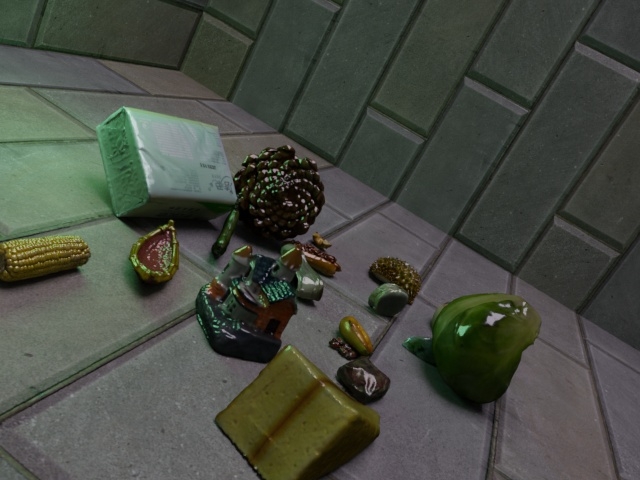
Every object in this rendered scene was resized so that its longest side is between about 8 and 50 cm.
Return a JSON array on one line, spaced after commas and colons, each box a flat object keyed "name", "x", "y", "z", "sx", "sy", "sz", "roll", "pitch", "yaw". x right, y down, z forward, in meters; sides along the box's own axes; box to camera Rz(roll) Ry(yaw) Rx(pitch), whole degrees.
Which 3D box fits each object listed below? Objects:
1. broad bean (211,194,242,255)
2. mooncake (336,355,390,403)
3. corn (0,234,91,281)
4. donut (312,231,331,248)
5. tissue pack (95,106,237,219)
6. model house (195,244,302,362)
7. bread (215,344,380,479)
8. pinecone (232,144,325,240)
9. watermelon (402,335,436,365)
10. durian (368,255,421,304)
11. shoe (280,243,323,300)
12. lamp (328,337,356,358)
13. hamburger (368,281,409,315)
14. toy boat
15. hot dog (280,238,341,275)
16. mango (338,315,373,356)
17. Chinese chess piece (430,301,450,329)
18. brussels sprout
[{"name": "broad bean", "x": -0.314, "y": -0.025, "z": 1.946, "sx": 0.049, "sy": 0.144, "sz": 0.292, "roll": 20, "pitch": 36, "yaw": -7}, {"name": "mooncake", "x": 0.120, "y": 0.380, "z": 1.629, "sx": 0.130, "sy": 0.073, "sz": 0.125, "roll": 38, "pitch": 23, "yaw": 30}, {"name": "corn", "x": -0.654, "y": 0.038, "z": 1.382, "sx": 0.093, "sy": 0.093, "sz": 0.244, "roll": 34, "pitch": 16, "yaw": 15}, {"name": "donut", "x": 0.000, "y": 0.000, "z": 2.440, "sx": 0.037, "sy": 0.067, "sz": 0.083, "roll": -20, "pitch": 84, "yaw": -44}, {"name": "tissue pack", "x": -0.505, "y": -0.241, "z": 1.976, "sx": 0.404, "sy": 0.205, "sz": 0.332, "roll": 1, "pitch": 70, "yaw": -56}, {"name": "model house", "x": -0.168, "y": 0.123, "z": 1.558, "sx": 0.190, "sy": 0.301, "sz": 0.271, "roll": 25, "pitch": 18, "yaw": -32}, {"name": "bread", "x": -0.016, "y": 0.428, "z": 1.350, "sx": 0.233, "sy": 0.245, "sz": 0.362, "roll": 39, "pitch": -9, "yaw": 31}, {"name": "pinecone", "x": -0.170, "y": -0.177, "z": 2.251, "sx": 0.384, "sy": 0.385, "sz": 0.384, "roll": 25, "pitch": 19, "yaw": -10}, {"name": "watermelon", "x": 0.379, "y": 0.363, "z": 2.045, "sx": 0.187, "sy": 0.071, "sz": 0.139, "roll": 28, "pitch": 15, "yaw": -2}, {"name": "durian", "x": 0.317, "y": 0.138, "z": 2.440, "sx": 0.249, "sy": 0.138, "sz": 0.183, "roll": 31, "pitch": 27, "yaw": 25}, {"name": "shoe", "x": -0.085, "y": 0.106, "z": 2.001, "sx": 0.098, "sy": 0.103, "sz": 0.275, "roll": 0, "pitch": 30, "yaw": -30}, {"name": "lamp", "x": 0.069, "y": 0.324, "z": 1.766, "sx": 0.083, "sy": 0.031, "sz": 0.063, "roll": 42, "pitch": 24, "yaw": 23}, {"name": "hamburger", "x": 0.250, "y": 0.214, "z": 2.142, "sx": 0.139, "sy": 0.133, "sz": 0.062, "roll": 8, "pitch": 35, "yaw": -28}, {"name": "toy boat", "x": -0.457, "y": 0.046, "z": 1.635, "sx": 0.140, "sy": 0.099, "sz": 0.318, "roll": 24, "pitch": 23, "yaw": -15}, {"name": "hot dog", "x": -0.030, "y": 0.059, "z": 2.224, "sx": 0.249, "sy": 0.076, "sz": 0.102, "roll": 25, "pitch": 15, "yaw": -8}, {"name": "mango", "x": 0.111, "y": 0.298, "z": 1.819, "sx": 0.101, "sy": 0.066, "sz": 0.187, "roll": 39, "pitch": 6, "yaw": -39}, {"name": "Chinese chess piece", "x": 0.550, "y": 0.344, "z": 2.276, "sx": 0.249, "sy": 0.103, "sz": 0.250, "roll": 24, "pitch": 21, "yaw": -10}, {"name": "brussels sprout", "x": 0.524, "y": 0.323, "z": 1.892, "sx": 0.314, "sy": 0.371, "sz": 0.276, "roll": 42, "pitch": -12, "yaw": -4}]
